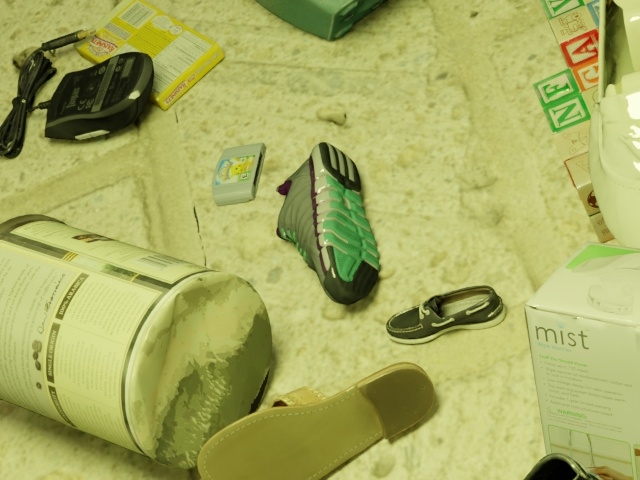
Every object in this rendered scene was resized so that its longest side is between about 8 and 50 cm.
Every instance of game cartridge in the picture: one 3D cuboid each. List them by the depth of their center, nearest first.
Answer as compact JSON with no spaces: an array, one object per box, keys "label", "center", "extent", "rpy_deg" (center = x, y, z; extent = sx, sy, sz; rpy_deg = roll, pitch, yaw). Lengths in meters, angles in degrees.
[{"label":"game cartridge","center":[-0.095,-0.076,2.204],"extent":[0.056,0.017,0.083],"rpy_deg":[-11,45,24]}]

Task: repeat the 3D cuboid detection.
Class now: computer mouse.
[{"label":"computer mouse","center":[-0.282,-0.192,2.380],"extent":[0.262,0.060,0.184],"rpy_deg":[-17,47,35]}]

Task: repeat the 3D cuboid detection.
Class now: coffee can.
[{"label":"coffee can","center":[-0.217,0.099,1.968],"extent":[0.275,0.201,0.201],"rpy_deg":[16,59,38]}]

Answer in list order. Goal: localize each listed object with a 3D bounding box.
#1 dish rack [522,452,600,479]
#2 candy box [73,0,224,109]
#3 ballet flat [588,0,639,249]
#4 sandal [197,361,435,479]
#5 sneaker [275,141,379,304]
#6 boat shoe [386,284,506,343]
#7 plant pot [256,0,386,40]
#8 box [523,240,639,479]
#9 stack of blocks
[{"label":"dish rack","center":[0.220,0.330,1.548],"extent":[0.208,0.074,0.271],"rpy_deg":[-54,47,15]},{"label":"candy box","center":[-0.217,-0.238,2.413],"extent":[0.105,0.027,0.206],"rpy_deg":[-45,44,-11]},{"label":"ballet flat","center":[0.311,-0.147,1.835],"extent":[0.139,0.139,0.400],"rpy_deg":[-13,47,18]},{"label":"sandal","center":[-0.005,0.180,1.889],"extent":[0.240,0.088,0.079],"rpy_deg":[-22,11,-2]},{"label":"sneaker","center":[0.000,0.000,2.054],"extent":[0.098,0.083,0.224],"rpy_deg":[-37,35,27]},{"label":"boat shoe","center":[0.121,0.072,1.930],"extent":[0.125,0.038,0.046],"rpy_deg":[-9,47,21]},{"label":"plant pot","center":[-0.003,-0.382,2.255],"extent":[0.247,0.248,0.252],"rpy_deg":[-35,85,-7]},{"label":"box","center":[0.319,0.141,1.597],"extent":[0.262,0.231,0.127],"rpy_deg":[8,32,35]},{"label":"stack of blocks","center":[0.315,-0.154,2.000],"extent":[0.171,0.087,0.297],"rpy_deg":[-23,43,8]}]
